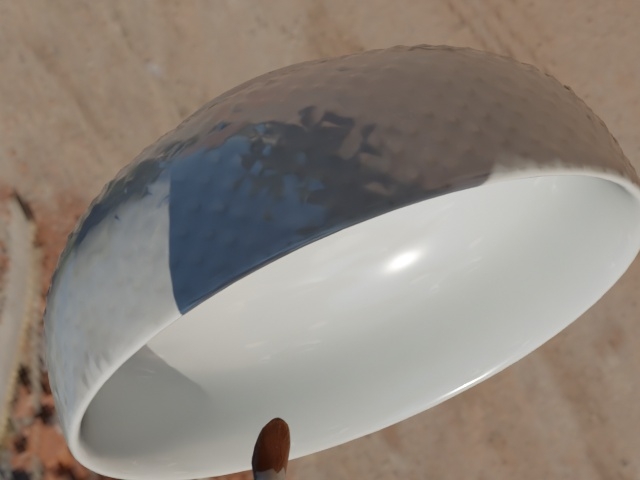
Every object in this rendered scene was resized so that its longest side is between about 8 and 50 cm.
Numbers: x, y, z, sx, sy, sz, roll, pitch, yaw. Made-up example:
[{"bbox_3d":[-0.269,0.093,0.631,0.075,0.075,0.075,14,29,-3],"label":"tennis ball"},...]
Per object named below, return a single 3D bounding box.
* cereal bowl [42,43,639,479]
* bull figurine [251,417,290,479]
[{"bbox_3d":[0.000,0.000,0.881,0.141,0.339,0.339,66,156,22],"label":"cereal bowl"},{"bbox_3d":[-0.020,0.154,0.564,0.310,0.188,0.101,26,113,53],"label":"bull figurine"}]
